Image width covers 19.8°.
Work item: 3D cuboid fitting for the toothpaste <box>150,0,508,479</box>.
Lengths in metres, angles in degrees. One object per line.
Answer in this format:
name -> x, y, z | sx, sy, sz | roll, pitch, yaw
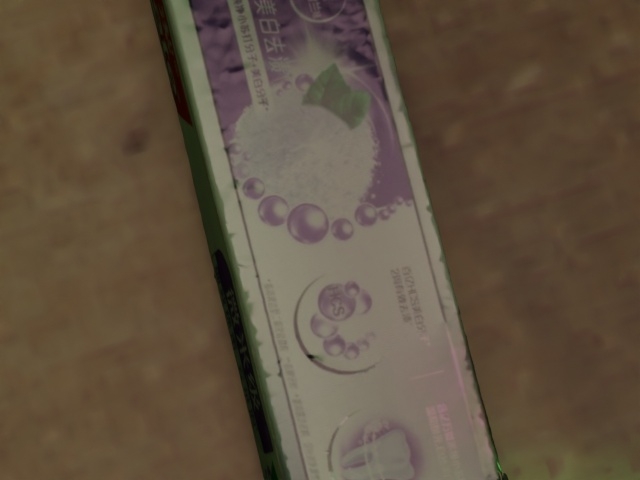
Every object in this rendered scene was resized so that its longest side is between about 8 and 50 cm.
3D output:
toothpaste -> 0.000, 0.000, 0.391 | 0.047, 0.040, 0.196 | -14, 83, -7
